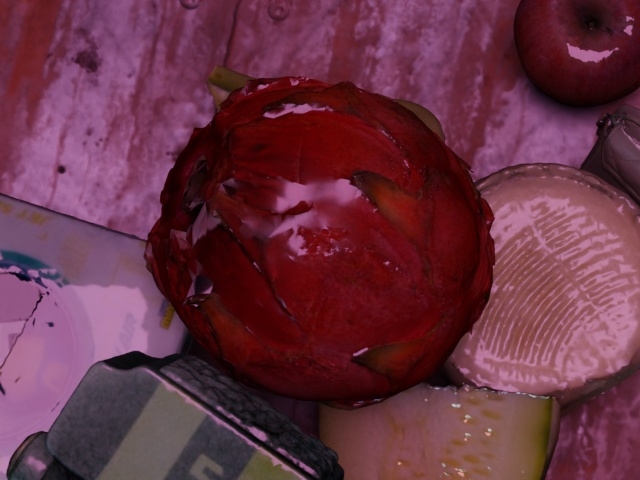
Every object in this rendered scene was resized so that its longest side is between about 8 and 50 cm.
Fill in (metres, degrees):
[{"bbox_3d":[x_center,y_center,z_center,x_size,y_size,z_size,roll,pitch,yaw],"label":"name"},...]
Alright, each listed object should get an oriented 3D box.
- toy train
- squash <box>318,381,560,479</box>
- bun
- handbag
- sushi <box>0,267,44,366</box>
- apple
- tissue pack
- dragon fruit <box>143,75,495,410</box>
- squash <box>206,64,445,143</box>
[{"bbox_3d":[-0.118,0.233,1.638,0.299,0.167,0.238,35,97,6],"label":"toy train"},{"bbox_3d":[0.108,0.250,1.804,0.237,0.204,0.155,5,50,24],"label":"squash"},{"bbox_3d":[0.213,0.051,1.863,0.259,0.152,0.259,-1,74,5],"label":"bun"},{"bbox_3d":[0.364,-0.031,1.852,0.079,0.219,0.256,-42,81,-9],"label":"handbag"},{"bbox_3d":[-0.406,0.091,1.734,0.220,0.047,0.231,28,80,5],"label":"sushi"},{"bbox_3d":[0.273,-0.209,1.950,0.153,0.120,0.153,-1,71,3],"label":"apple"},{"bbox_3d":[-0.325,0.097,1.839,0.388,0.162,0.287,18,76,3],"label":"tissue pack"},{"bbox_3d":[0.000,0.000,1.717,0.302,0.296,0.295,23,74,-26],"label":"dragon fruit"},{"bbox_3d":[0.004,-0.118,1.946,0.250,0.083,0.083,12,75,6],"label":"squash"}]
